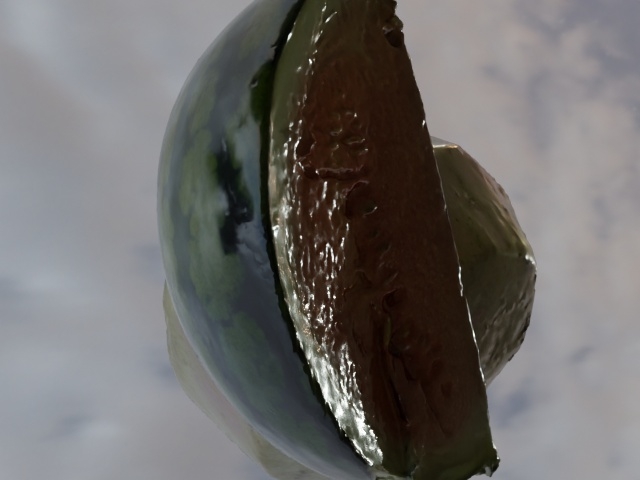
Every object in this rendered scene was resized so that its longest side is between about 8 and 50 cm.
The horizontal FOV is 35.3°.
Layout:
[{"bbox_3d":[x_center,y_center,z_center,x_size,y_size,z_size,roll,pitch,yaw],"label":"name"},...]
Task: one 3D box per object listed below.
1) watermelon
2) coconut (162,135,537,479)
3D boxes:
[{"bbox_3d":[-0.009,0.005,0.500,0.128,0.159,0.303,-81,-22,-83],"label":"watermelon"},{"bbox_3d":[0.009,0.046,0.923,0.352,0.352,0.353,23,-131,-30],"label":"coconut"}]
